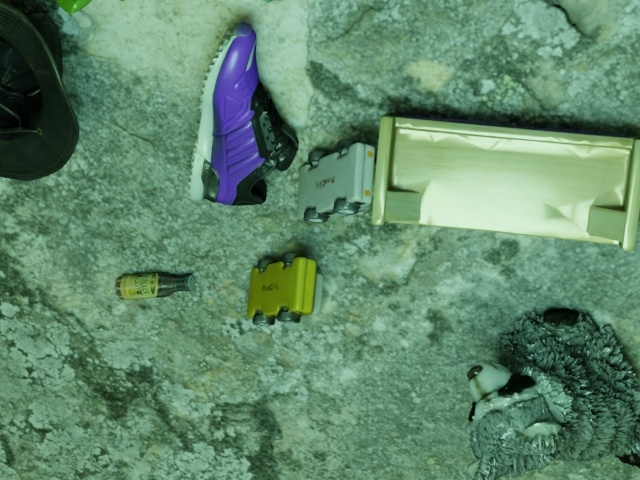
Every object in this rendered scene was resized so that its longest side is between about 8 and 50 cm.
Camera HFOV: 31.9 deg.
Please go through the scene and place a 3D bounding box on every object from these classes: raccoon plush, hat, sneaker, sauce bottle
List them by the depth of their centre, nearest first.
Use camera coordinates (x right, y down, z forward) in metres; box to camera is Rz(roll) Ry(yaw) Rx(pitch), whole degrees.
[{"bbox_3d":[-0.096,-0.169,1.582,0.146,0.102,0.293,15,129,0],"label":"sneaker"},{"bbox_3d":[-0.441,-0.245,1.592,0.331,0.134,0.331,20,137,19],"label":"hat"},{"bbox_3d":[0.399,0.289,1.618,0.446,0.299,0.216,25,124,-3],"label":"raccoon plush"},{"bbox_3d":[-0.266,0.072,1.803,0.128,0.042,0.042,-7,120,16],"label":"sauce bottle"}]

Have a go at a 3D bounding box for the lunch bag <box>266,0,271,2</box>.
[{"bbox_3d":[-0.020,-0.441,1.344,0.223,0.160,0.262,-13,90,22],"label":"lunch bag"}]

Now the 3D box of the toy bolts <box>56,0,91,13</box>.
[{"bbox_3d":[-0.297,-0.447,1.460,0.218,0.158,0.228,46,144,33],"label":"toy bolts"}]

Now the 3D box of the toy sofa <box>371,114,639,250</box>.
[{"bbox_3d":[0.255,-0.085,1.530,0.362,0.177,0.150,6,98,11],"label":"toy sofa"}]

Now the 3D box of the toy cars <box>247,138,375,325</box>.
[{"bbox_3d":[0.000,0.000,1.631,0.087,0.176,0.394,9,128,-25],"label":"toy cars"}]
